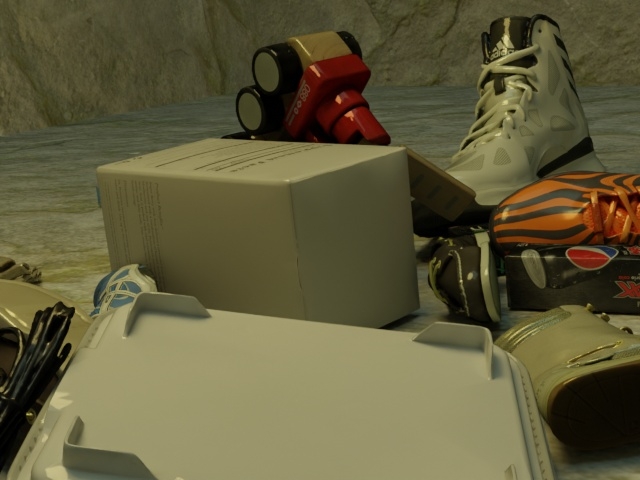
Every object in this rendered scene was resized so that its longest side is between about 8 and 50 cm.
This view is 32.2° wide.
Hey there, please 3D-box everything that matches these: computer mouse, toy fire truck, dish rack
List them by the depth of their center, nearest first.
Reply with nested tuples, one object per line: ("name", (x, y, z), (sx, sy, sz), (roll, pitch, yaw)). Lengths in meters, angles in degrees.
("dish rack", (-0.013, 0.115, 0.679), (0.333, 0.072, 0.285), (6, 23, 1))
("computer mouse", (-0.270, 0.150, 0.721), (0.272, 0.072, 0.188), (-21, 26, 33))
("toy fire truck", (0.029, -0.088, 1.256), (0.158, 0.217, 0.246), (-18, 61, -37))

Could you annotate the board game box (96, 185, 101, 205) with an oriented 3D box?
("board game box", (-0.249, -0.086, 1.878), (0.211, 0.039, 0.160), (-15, 17, -32))

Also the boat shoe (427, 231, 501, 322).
("boat shoe", (0.143, 0.039, 1.122), (0.069, 0.081, 0.228), (-7, 6, 7))

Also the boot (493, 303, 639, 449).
("boot", (0.251, 0.093, 0.853), (0.213, 0.077, 0.165), (-8, 11, -8))

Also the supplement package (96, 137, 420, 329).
("supplement package", (-0.066, -0.003, 1.155), (0.293, 0.177, 0.175), (8, 19, 42))

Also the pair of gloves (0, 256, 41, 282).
("pair of gloves", (-0.441, 0.067, 1.312), (0.204, 0.042, 0.240), (-10, 12, -5))

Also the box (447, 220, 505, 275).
("box", (0.196, 0.009, 1.272), (0.083, 0.052, 0.062), (-10, 14, -12))

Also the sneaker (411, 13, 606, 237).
("sneaker", (0.222, -0.159, 1.467), (0.169, 0.257, 0.447), (-13, 4, 36))

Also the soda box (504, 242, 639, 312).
("soda box", (0.272, 0.036, 1.107), (0.169, 0.060, 0.053), (1, 16, 24))

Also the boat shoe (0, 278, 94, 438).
("boat shoe", (-0.189, 0.118, 0.863), (0.324, 0.096, 0.116), (20, 13, 38))

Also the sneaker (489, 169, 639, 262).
("sneaker", (0.342, -0.039, 1.146), (0.321, 0.124, 0.180), (-7, -11, -3))

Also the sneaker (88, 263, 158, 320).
("sneaker", (-0.198, 0.074, 1.096), (0.081, 0.080, 0.211), (-9, 13, -23))
